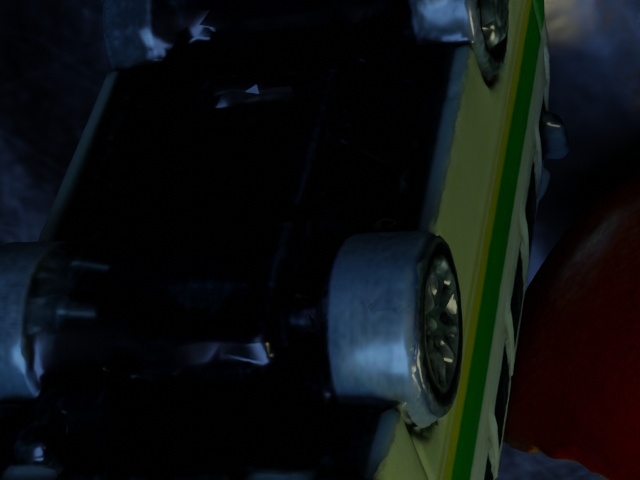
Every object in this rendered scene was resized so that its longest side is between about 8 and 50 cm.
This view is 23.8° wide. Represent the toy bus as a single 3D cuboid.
[{"bbox_3d":[0.000,0.000,0.492,0.133,0.276,0.165,-1,139,20],"label":"toy bus"}]

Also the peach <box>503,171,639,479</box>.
[{"bbox_3d":[0.168,0.056,0.539,0.192,0.190,0.190,-31,115,13],"label":"peach"}]
